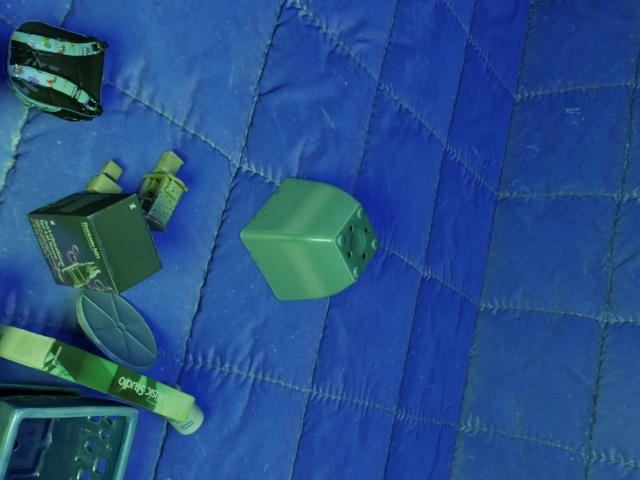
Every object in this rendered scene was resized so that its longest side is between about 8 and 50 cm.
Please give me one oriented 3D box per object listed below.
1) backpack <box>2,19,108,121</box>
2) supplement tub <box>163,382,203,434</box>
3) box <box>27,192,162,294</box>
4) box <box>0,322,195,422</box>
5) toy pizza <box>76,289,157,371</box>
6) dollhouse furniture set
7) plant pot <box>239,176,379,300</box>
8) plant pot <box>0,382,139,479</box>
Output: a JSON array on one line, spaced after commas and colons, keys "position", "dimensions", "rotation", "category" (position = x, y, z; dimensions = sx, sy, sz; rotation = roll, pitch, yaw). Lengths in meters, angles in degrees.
[{"position": [-0.481, -0.300, 1.127], "dimensions": [0.173, 0.117, 0.158], "rotation": [5, 88, -52], "category": "backpack"}, {"position": [-0.315, 0.373, 1.410], "dimensions": [0.071, 0.071, 0.107], "rotation": [-57, 131, -33], "category": "supplement tub"}, {"position": [-0.411, 0.001, 1.159], "dimensions": [0.108, 0.207, 0.153], "rotation": [-36, 119, -44], "category": "box"}, {"position": [-0.416, 0.238, 1.146], "dimensions": [0.322, 0.232, 0.058], "rotation": [38, 64, -45], "category": "box"}, {"position": [-0.400, 0.176, 1.238], "dimensions": [0.032, 0.201, 0.201], "rotation": [-39, 135, 9], "category": "toy pizza"}, {"position": [-0.357, -0.136, 1.304], "dimensions": [0.161, 0.101, 0.181], "rotation": [44, 59, -43], "category": "dollhouse furniture set"}, {"position": [0.000, 0.000, 1.638], "dimensions": [0.247, 0.252, 0.247], "rotation": [-54, 131, -35], "category": "plant pot"}, {"position": [-0.484, 0.365, 1.075], "dimensions": [0.236, 0.212, 0.235], "rotation": [20, 83, -50], "category": "plant pot"}]
